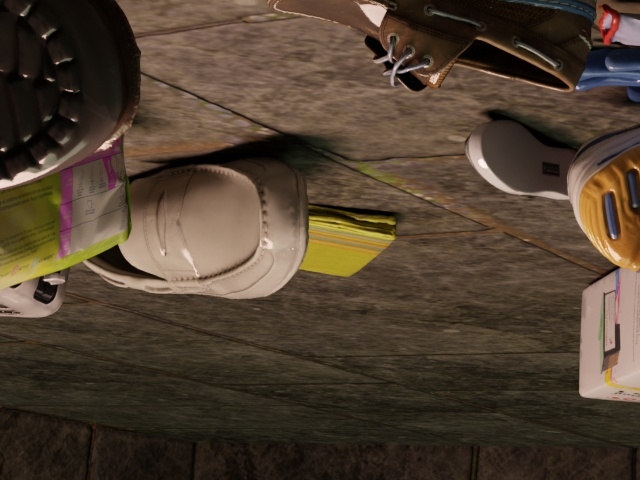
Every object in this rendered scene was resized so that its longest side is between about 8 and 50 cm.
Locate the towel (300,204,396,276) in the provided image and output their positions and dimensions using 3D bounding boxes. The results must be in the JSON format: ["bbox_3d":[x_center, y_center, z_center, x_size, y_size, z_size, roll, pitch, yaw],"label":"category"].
[{"bbox_3d":[0.000,0.000,1.751,0.102,0.021,0.237,11,169,-7],"label":"towel"}]

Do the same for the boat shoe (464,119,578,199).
[{"bbox_3d":[0.138,-0.052,1.358,0.040,0.049,0.142,-4,168,37],"label":"boat shoe"}]

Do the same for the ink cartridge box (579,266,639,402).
[{"bbox_3d":[0.370,0.085,1.781,0.201,0.117,0.278,5,169,-6],"label":"ink cartridge box"}]

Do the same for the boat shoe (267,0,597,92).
[{"bbox_3d":[0.057,-0.115,1.016,0.183,0.066,0.066,5,168,-6],"label":"boat shoe"}]

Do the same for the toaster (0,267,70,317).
[{"bbox_3d":[-0.313,-0.004,1.608,0.186,0.110,0.168,2,168,13],"label":"toaster"}]

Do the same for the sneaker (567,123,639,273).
[{"bbox_3d":[0.303,-0.051,1.227,0.296,0.112,0.131,-2,-163,-5],"label":"sneaker"}]

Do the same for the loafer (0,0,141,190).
[{"bbox_3d":[-0.220,-0.107,1.082,0.366,0.134,0.130,7,-163,42],"label":"loafer"}]

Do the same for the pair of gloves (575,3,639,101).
[{"bbox_3d":[0.226,-0.108,1.104,0.159,0.023,0.198,3,172,-1],"label":"pair of gloves"}]

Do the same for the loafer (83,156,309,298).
[{"bbox_3d":[-0.106,-0.005,1.524,0.111,0.112,0.319,0,172,-26],"label":"loafer"}]

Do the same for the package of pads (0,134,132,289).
[{"bbox_3d":[-0.278,-0.024,1.299,0.229,0.101,0.296,2,-170,20],"label":"package of pads"}]
